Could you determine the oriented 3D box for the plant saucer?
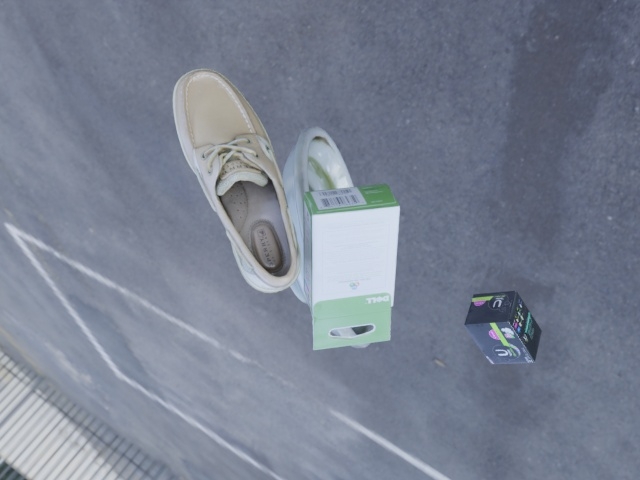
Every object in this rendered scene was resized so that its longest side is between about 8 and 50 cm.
[{"bbox_3d":[0.000,0.000,1.292,0.101,0.400,0.400,-13,132,16],"label":"plant saucer"}]

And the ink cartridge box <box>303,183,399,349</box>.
[{"bbox_3d":[0.036,0.036,0.928,0.062,0.109,0.209,-112,18,-56],"label":"ink cartridge box"}]

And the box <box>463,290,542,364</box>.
[{"bbox_3d":[0.229,0.109,0.904,0.062,0.052,0.083,-11,131,39],"label":"box"}]

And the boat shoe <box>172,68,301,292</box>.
[{"bbox_3d":[-0.099,-0.082,0.890,0.098,0.109,0.302,132,118,-79],"label":"boat shoe"}]
